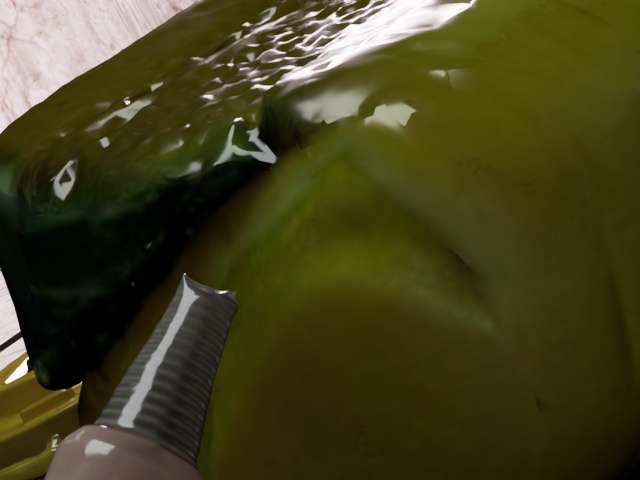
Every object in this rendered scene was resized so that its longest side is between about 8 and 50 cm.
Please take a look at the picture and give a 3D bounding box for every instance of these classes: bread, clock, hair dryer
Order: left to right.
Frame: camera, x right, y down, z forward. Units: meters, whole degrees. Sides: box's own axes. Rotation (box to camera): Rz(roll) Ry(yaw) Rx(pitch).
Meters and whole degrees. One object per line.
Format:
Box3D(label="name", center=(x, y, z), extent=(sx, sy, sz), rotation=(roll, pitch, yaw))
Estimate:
Box3D(label="hair dryer", center=(-0.079, 0.114, 0.387), extent=(0.195, 0.054, 0.220), rotation=(-33, 37, 49))
Box3D(label="clock", center=(-0.143, 0.080, 1.148), extent=(0.237, 0.057, 0.237), rotation=(-28, 10, 5))
Box3D(label="bread", center=(0.069, -0.029, 0.643), extent=(0.251, 0.208, 0.376), rotation=(-9, 21, 45))
